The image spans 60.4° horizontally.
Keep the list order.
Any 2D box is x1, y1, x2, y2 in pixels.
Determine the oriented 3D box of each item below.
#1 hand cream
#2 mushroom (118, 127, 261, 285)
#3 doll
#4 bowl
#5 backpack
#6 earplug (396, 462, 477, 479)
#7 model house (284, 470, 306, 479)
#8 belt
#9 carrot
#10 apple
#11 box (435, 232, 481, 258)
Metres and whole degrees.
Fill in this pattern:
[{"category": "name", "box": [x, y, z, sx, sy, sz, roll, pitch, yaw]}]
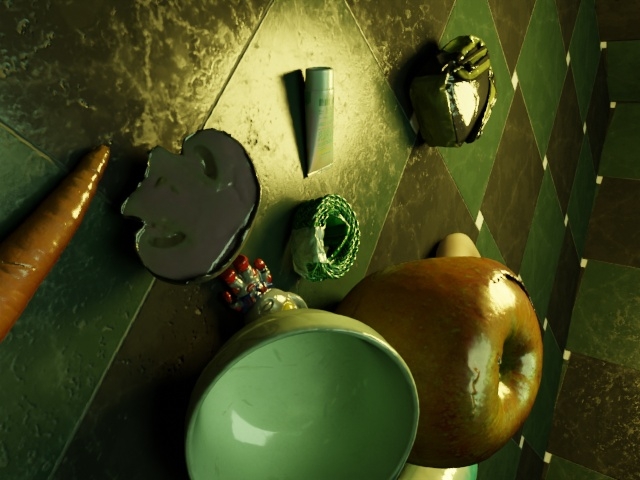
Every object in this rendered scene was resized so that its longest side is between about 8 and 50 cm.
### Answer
[{"category": "hand cream", "box": [-0.001, -0.194, 0.906, 0.076, 0.047, 0.174, -33, 130, -48]}, {"category": "mushroom", "box": [-0.147, -0.031, 0.665, 0.117, 0.141, 0.188, 98, 13, -71]}, {"category": "doll", "box": [-0.080, 0.103, 0.821, 0.104, 0.062, 0.194, -56, 129, -34]}, {"category": "bowl", "box": [-0.035, 0.225, 0.756, 0.307, 0.163, 0.307, -6, 111, -16]}, {"category": "backpack", "box": [0.309, -0.338, 1.224, 0.253, 0.140, 0.207, -53, 137, -30]}, {"category": "earplug", "box": [0.241, 0.511, 1.155, 0.324, 0.185, 0.185, -39, 126, -52]}, {"category": "model house", "box": [-0.085, 0.505, 0.787, 0.317, 0.297, 0.282, -18, 88, -27]}, {"category": "belt", "box": [0.000, 0.000, 0.910, 0.121, 0.079, 0.151, 39, 52, -38]}, {"category": "carrot", "box": [-0.293, 0.030, 0.524, 0.069, 0.069, 0.336, 58, 44, -41]}, {"category": "apple", "box": [0.192, 0.202, 0.980, 0.384, 0.374, 0.374, -37, 124, -39]}, {"category": "box", "box": [0.337, 0.069, 1.331, 0.146, 0.088, 0.200, 56, 30, -18]}]
